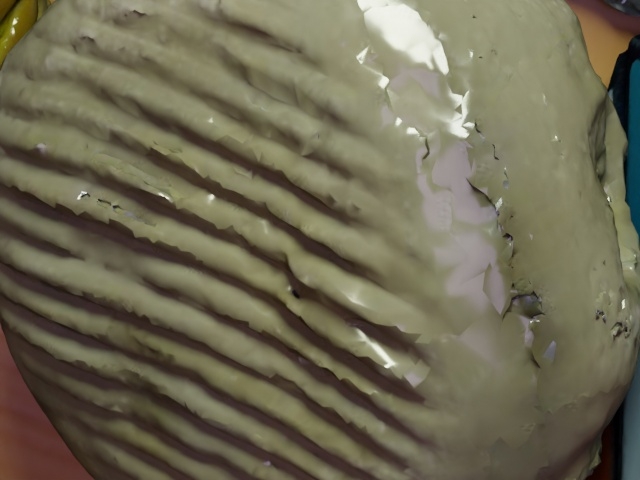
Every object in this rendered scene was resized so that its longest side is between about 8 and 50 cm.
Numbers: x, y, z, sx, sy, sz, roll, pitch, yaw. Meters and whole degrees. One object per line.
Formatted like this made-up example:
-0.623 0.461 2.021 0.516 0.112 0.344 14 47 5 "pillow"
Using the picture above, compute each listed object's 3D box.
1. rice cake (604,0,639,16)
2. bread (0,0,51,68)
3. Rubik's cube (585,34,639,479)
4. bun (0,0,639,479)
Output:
0.194 -0.172 0.848 0.124 0.211 0.038 25 60 -2 "rice cake"
-0.189 -0.130 0.874 0.083 0.094 0.157 -24 95 5 "bread"
0.258 0.055 0.865 0.248 0.250 0.246 15 101 -9 "Rubik's cube"
0.000 0.000 0.838 0.326 0.234 0.362 -5 103 29 "bun"
